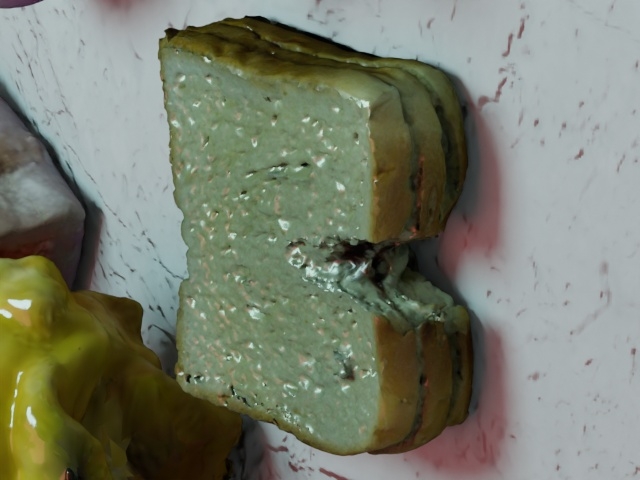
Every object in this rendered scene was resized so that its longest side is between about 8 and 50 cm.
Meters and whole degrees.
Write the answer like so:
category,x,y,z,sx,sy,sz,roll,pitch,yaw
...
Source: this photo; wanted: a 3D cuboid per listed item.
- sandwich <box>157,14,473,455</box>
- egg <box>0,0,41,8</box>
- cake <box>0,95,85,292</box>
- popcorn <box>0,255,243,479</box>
category,x,y,z,sx,sy,sz,roll,pitch,yaw
sandwich,-0.001,0.000,1.315,0.249,0.095,0.273,18,116,47
egg,-0.221,-0.290,1.419,0.196,0.196,0.271,63,150,16
cake,-0.362,0.038,1.712,0.230,0.237,0.309,49,140,35
popcorn,-0.213,0.159,1.486,0.281,0.316,0.297,-153,59,-70
